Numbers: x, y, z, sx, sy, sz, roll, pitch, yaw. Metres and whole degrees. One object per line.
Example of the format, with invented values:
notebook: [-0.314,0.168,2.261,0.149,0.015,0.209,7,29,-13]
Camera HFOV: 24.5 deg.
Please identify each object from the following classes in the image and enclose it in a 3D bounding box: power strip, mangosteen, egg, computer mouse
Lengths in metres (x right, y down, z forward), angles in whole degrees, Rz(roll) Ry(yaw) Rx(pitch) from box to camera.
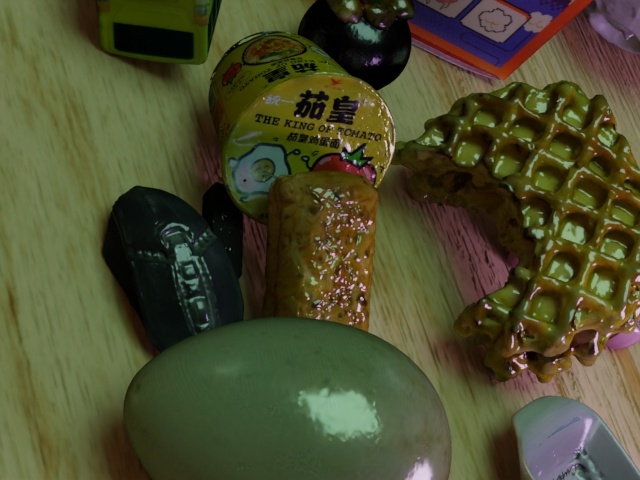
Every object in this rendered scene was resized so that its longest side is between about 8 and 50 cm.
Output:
power strip: [-0.099,-0.007,1.492,0.038,0.029,0.111,18,51,-27]
mangosteen: [0.044,-0.242,1.685,0.137,0.151,0.137,14,40,-12]
egg: [-0.028,0.171,1.287,0.295,0.218,0.218,20,49,-17]
computer mouse: [-0.137,0.026,1.402,0.105,0.062,0.192,-16,71,-28]

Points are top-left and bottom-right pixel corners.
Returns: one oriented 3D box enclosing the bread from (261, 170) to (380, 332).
bread: [0.000,0.037,1.444,0.114,0.083,0.211,1,94,-34]

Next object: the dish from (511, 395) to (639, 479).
dish: [0.275,0.277,1.556,0.154,0.064,0.234,-23,77,-45]

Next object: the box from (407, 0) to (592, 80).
box: [0.175,-0.444,1.857,0.318,0.257,0.349,22,50,-23]

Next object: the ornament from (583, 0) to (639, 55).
ornament: [0.494,-0.398,2.026,0.337,0.337,0.337,20,50,-26]

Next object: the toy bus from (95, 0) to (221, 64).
toy bus: [-0.157,-0.322,1.584,0.128,0.150,0.262,8,50,2]

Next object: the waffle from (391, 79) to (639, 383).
waffle: [0.235,-0.017,1.626,0.261,0.151,0.324,-18,71,-5]

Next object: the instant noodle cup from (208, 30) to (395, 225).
instant noodle cup: [-0.032,-0.123,1.518,0.182,0.182,0.144,15,25,-29]

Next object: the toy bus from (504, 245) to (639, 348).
toy bus: [0.310,0.044,1.752,0.203,0.063,0.090,39,45,-10]
